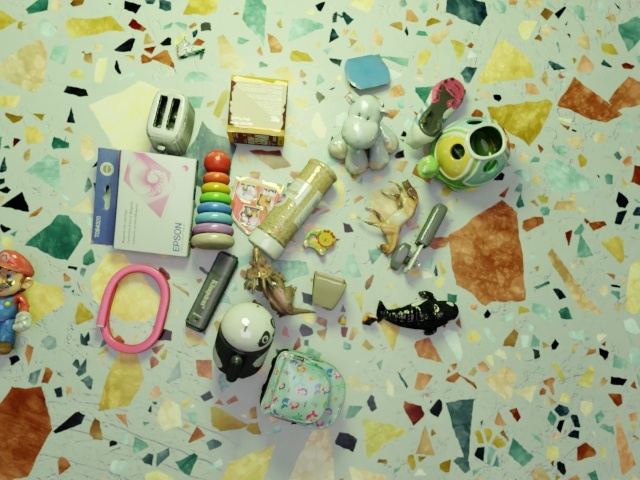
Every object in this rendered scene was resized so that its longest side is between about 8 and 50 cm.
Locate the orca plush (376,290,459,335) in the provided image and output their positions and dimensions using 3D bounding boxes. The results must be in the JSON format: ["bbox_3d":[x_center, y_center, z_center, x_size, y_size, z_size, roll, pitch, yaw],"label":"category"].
[{"bbox_3d":[0.338,0.240,1.721,0.287,0.102,0.151,13,83,-4],"label":"orca plush"}]

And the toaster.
[{"bbox_3d":[-0.493,-0.398,1.684,0.129,0.146,0.227,14,83,-5],"label":"toaster"}]

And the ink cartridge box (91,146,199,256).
[{"bbox_3d":[-0.578,-0.124,1.657,0.329,0.071,0.324,6,97,-6],"label":"ink cartridge box"}]

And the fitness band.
[{"bbox_3d":[-0.605,0.221,1.660,0.208,0.054,0.291,12,85,-4],"label":"fitness band"}]

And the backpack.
[{"bbox_3d":[-0.046,0.480,1.627,0.253,0.191,0.225,21,82,-8],"label":"backpack"}]

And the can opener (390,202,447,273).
[{"bbox_3d":[0.345,-0.009,1.761,0.093,0.074,0.280,34,82,-1],"label":"can opener"}]

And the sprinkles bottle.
[{"bbox_3d":[-0.091,-0.105,1.701,0.121,0.121,0.355,37,80,-1],"label":"sprinkles bottle"}]

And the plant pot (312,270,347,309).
[{"bbox_3d":[0.020,0.169,1.702,0.109,0.109,0.096,17,95,-4],"label":"plant pot"}]

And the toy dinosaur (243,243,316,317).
[{"bbox_3d":[-0.147,0.164,1.634,0.295,0.200,0.127,45,82,0],"label":"toy dinosaur"}]

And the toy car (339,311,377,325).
[{"bbox_3d":[0.129,0.258,1.726,0.122,0.060,0.041,7,52,-11],"label":"toy car"}]

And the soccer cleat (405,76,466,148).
[{"bbox_3d":[0.396,-0.452,1.798,0.116,0.143,0.331,41,59,-6],"label":"soccer cleat"}]

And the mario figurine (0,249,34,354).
[{"bbox_3d":[-0.996,0.185,1.564,0.198,0.170,0.321,13,91,-38],"label":"mario figurine"}]

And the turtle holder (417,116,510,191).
[{"bbox_3d":[0.485,-0.307,1.726,0.320,0.227,0.244,7,84,-5],"label":"turtle holder"}]

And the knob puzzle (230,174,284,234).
[{"bbox_3d":[-0.225,-0.115,1.740,0.213,0.030,0.213,1,85,-6],"label":"knob puzzle"}]

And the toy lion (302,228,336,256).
[{"bbox_3d":[0.000,0.000,1.752,0.100,0.034,0.096,28,76,-2],"label":"toy lion"}]

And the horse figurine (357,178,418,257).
[{"bbox_3d":[0.255,-0.096,1.766,0.174,0.066,0.263,41,85,5],"label":"horse figurine"}]

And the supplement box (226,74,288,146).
[{"bbox_3d":[-0.210,-0.434,1.723,0.191,0.129,0.194,4,84,-5],"label":"supplement box"}]

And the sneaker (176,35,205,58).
[{"bbox_3d":[-0.455,-0.680,1.770,0.098,0.038,0.069,-18,87,-7],"label":"sneaker"}]

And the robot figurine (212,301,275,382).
[{"bbox_3d":[-0.237,0.316,1.583,0.173,0.278,0.209,-8,49,-31],"label":"robot figurine"}]

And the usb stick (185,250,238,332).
[{"bbox_3d":[-0.360,0.168,1.692,0.077,0.045,0.278,26,83,-3],"label":"usb stick"}]

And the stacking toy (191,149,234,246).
[{"bbox_3d":[-0.353,-0.141,1.689,0.141,0.141,0.331,0,79,-5],"label":"stacking toy"}]

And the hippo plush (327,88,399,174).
[{"bbox_3d":[0.170,-0.376,1.698,0.234,0.236,0.294,23,83,-3],"label":"hippo plush"}]

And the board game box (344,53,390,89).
[{"bbox_3d":[0.162,-0.593,1.817,0.168,0.033,0.133,-18,73,-19],"label":"board game box"}]
